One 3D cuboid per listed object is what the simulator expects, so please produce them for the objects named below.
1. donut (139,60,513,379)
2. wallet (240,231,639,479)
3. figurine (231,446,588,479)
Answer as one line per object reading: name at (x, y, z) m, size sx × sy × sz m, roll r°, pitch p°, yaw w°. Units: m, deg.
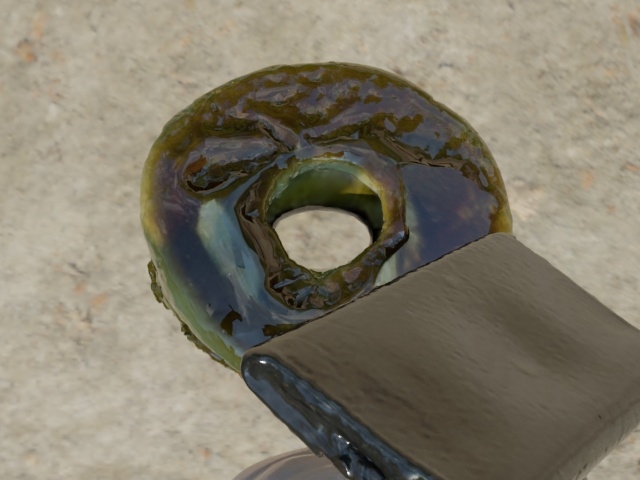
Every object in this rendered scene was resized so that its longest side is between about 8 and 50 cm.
donut at (0.000, 0.000, 1.167) m, size 0.329 × 0.160 × 0.330 m, roll 3°, pitch 62°, yaw -5°
wallet at (0.102, 0.079, 0.770) m, size 0.170 × 0.321 × 0.044 m, roll 34°, pitch 116°, yaw 21°
figurine at (0.069, 0.294, 1.107) m, size 0.361 × 0.211 × 0.253 m, roll 12°, pitch 96°, yaw -9°
